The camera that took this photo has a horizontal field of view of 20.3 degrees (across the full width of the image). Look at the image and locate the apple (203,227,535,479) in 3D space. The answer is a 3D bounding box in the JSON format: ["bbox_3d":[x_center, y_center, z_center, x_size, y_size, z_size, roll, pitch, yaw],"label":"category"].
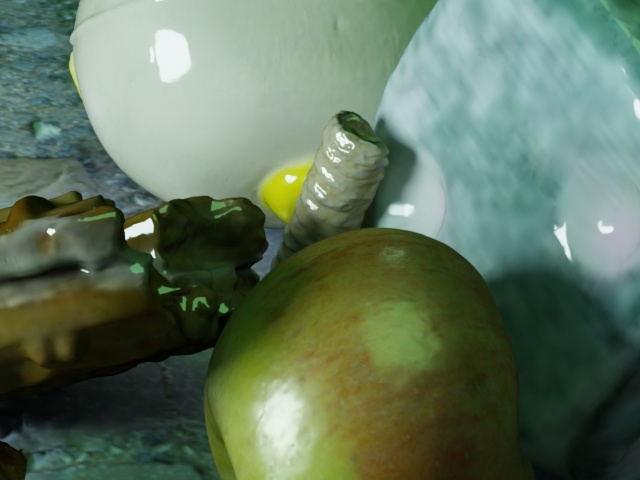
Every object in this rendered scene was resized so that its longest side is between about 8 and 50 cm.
[{"bbox_3d":[0.030,0.117,1.129,0.194,0.261,0.261,-15,34,-9],"label":"apple"}]

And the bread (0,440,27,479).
[{"bbox_3d":[-0.321,0.156,1.105,0.270,0.077,0.139,7,26,-2],"label":"bread"}]

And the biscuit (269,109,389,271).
[{"bbox_3d":[0.000,0.000,1.354,0.055,0.219,0.061,-16,49,-39],"label":"biscuit"}]

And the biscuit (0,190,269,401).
[{"bbox_3d":[-0.183,0.042,1.181,0.268,0.115,0.366,-14,-5,10],"label":"biscuit"}]

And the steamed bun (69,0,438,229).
[{"bbox_3d":[-0.025,-0.161,1.529,0.373,0.334,0.334,1,30,-27],"label":"steamed bun"}]

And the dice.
[{"bbox_3d":[0.257,-0.029,1.306,0.328,0.330,0.348,-4,53,-34],"label":"dice"}]
